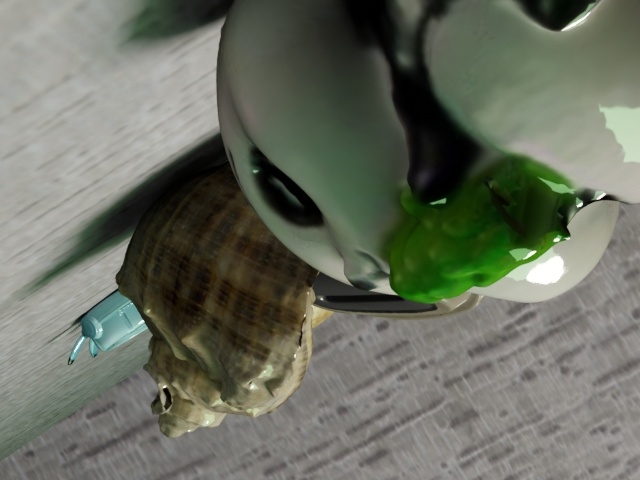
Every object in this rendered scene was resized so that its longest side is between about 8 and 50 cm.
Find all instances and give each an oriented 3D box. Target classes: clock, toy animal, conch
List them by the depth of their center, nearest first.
[{"bbox_3d":[0.071,-0.073,0.664,0.267,0.212,0.212,-44,171,36],"label":"toy animal"},{"bbox_3d":[-0.072,0.020,1.144,0.210,0.159,0.291,-57,163,-78],"label":"conch"},{"bbox_3d":[-0.206,0.079,1.608,0.147,0.045,0.108,-34,175,21],"label":"clock"}]

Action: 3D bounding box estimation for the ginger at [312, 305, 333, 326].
[{"bbox_3d":[0.000,0.000,1.696,0.267,0.138,0.152,-46,162,5],"label":"ginger"}]

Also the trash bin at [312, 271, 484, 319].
[{"bbox_3d":[0.099,-0.039,1.478,0.209,0.182,0.290,-4,-154,45],"label":"trash bin"}]
